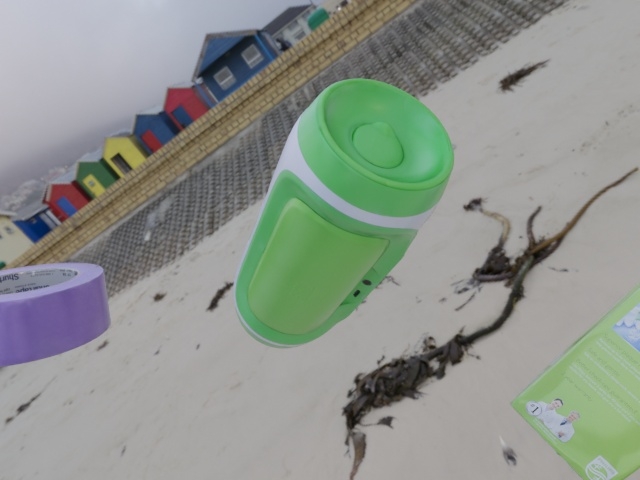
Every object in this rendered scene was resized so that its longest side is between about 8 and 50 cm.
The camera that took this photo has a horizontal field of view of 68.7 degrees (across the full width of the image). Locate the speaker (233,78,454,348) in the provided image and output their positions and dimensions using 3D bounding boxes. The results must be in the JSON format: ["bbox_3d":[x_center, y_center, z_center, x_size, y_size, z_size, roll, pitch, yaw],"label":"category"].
[{"bbox_3d":[0.000,0.000,0.443,0.131,0.131,0.296,-52,-4,-38],"label":"speaker"}]

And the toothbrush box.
[{"bbox_3d":[0.374,0.116,0.519,0.206,0.122,0.283,5,-54,-55],"label":"toothbrush box"}]

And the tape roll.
[{"bbox_3d":[-0.383,0.090,0.618,0.189,0.080,0.189,-3,12,1],"label":"tape roll"}]
